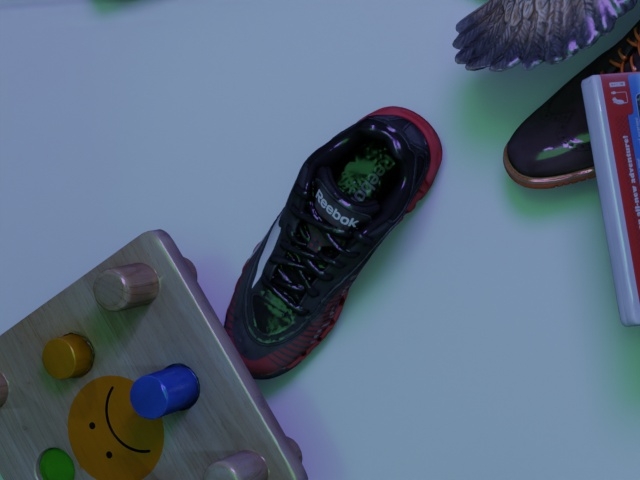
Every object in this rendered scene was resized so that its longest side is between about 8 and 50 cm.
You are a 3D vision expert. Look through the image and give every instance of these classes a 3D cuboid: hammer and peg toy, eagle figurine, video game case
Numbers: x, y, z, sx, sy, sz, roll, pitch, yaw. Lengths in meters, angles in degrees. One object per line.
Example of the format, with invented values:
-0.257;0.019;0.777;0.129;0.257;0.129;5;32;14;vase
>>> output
-0.135;0.201;1.689;0.266;0.127;0.361;-35;80;23;hammer and peg toy
0.222;-0.283;1.659;0.226;0.298;0.225;38;136;41;eagle figurine
0.358;-0.045;1.643;0.285;0.025;0.204;-6;83;-23;video game case

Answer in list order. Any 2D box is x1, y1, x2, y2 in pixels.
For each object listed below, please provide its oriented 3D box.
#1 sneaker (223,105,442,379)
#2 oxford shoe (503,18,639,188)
0.000;0.000;1.711;0.097;0.135;0.276;36;93;8;sneaker
0.264;-0.145;1.687;0.271;0.098;0.097;-35;54;0;oxford shoe
